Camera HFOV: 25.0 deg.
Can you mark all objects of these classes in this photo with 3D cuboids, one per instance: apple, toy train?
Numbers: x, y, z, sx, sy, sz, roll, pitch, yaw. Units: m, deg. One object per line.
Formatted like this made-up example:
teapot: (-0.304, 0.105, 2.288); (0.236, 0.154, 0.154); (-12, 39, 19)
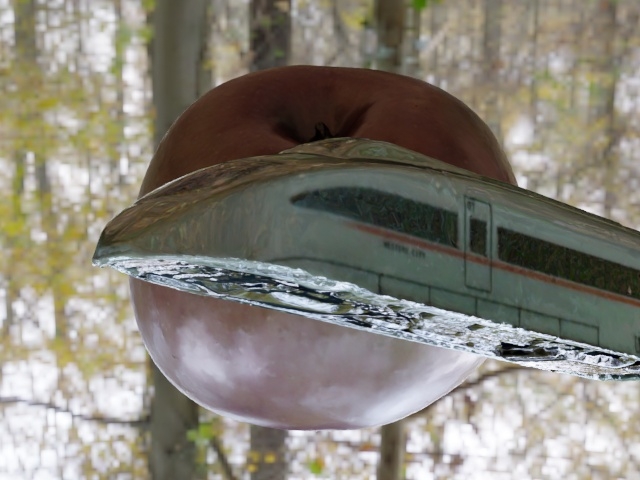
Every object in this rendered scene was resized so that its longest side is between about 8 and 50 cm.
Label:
apple: (0.000, 0.000, 1.069); (0.306, 0.235, 0.305); (-5, -143, 4)
toy train: (0.061, 0.007, 0.727); (0.086, 0.088, 0.407); (-6, 165, 44)
